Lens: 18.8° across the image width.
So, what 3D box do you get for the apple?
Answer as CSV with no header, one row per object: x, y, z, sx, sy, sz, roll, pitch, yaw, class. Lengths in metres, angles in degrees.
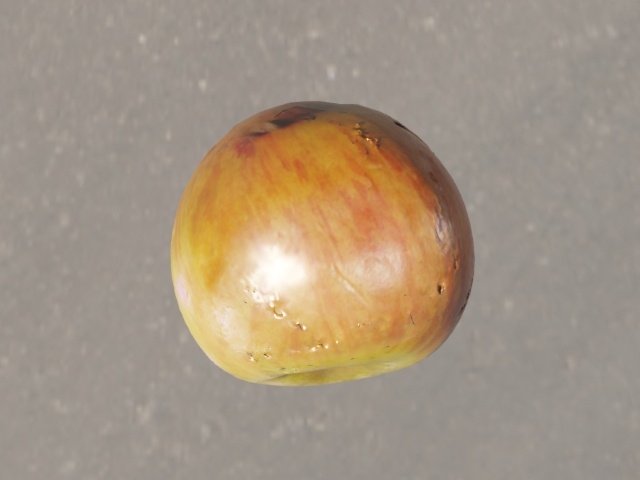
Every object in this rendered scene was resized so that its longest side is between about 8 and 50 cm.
0.000,0.000,0.899,0.146,0.146,0.146,-1,128,-2,apple
